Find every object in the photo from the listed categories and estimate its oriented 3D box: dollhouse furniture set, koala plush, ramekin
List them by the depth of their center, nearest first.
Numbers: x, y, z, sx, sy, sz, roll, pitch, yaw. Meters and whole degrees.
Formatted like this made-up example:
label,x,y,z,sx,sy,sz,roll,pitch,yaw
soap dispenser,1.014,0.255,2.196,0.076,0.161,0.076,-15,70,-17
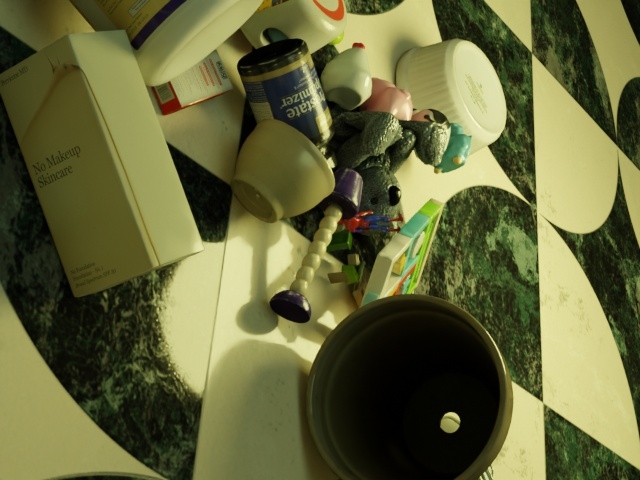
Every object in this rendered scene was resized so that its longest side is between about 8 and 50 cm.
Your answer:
label,x,y,z,sx,sy,sz,roll,pitch,yaw
dollhouse furniture set,0.043,0.055,1.915,0.076,0.059,0.151,-80,155,-46
koala plush,0.092,-0.111,1.962,0.196,0.203,0.221,5,91,-43
ramekin,0.288,-0.304,2.330,0.273,0.127,0.273,29,52,-44

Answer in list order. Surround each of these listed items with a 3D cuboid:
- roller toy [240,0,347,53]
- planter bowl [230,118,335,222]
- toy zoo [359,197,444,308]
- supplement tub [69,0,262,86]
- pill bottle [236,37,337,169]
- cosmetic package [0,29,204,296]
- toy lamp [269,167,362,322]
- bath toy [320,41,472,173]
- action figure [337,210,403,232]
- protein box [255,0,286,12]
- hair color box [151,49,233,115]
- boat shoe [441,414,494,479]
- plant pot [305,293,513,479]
label,x,y,z,sx,sy,sz,roll,pitch,yaw
roller toy,-0.063,-0.410,1.888,0.209,0.146,0.191,60,27,-5
planter bowl,-0.073,-0.096,1.734,0.109,0.162,0.162,-48,116,-23
toy zoo,0.129,0.064,1.913,0.293,0.030,0.192,-44,154,-52
supplement tub,-0.255,-0.407,1.504,0.331,0.241,0.241,50,37,-2
pill bottle,-0.048,-0.213,1.817,0.123,0.123,0.219,-52,129,-51
cosmetic package,-0.286,-0.099,1.423,0.113,0.160,0.309,-22,91,-55
toy lamp,0.000,0.000,1.784,0.080,0.080,0.274,45,54,-32
bath toy,0.139,-0.257,2.097,0.348,0.151,0.129,31,60,-33
action figure,0.083,-0.031,1.892,0.030,0.115,0.038,-113,-152,-59
protein box,-0.158,-0.446,1.692,0.136,0.201,0.199,-125,-166,-87
hair color box,-0.202,-0.248,1.708,0.141,0.043,0.072,-31,99,-54
boat shoe,0.266,0.427,1.945,0.079,0.095,0.254,55,4,-49
plant pot,0.178,0.276,1.781,0.280,0.323,0.323,38,44,-60
